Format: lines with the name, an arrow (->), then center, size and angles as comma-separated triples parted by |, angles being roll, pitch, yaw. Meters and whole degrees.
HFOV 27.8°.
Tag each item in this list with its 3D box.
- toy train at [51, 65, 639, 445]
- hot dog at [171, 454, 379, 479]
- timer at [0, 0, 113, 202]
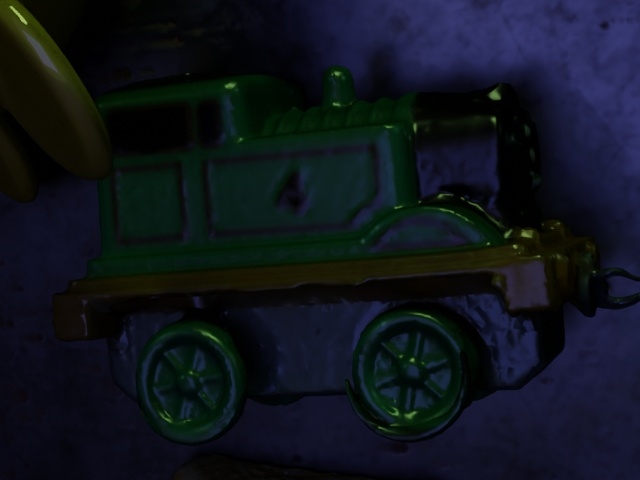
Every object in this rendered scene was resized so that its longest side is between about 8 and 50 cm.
toy train -> 0.000, 0.000, 0.886 | 0.429, 0.178, 0.249 | -5, 92, 21
hot dog -> -0.013, 0.226, 0.999 | 0.242, 0.073, 0.084 | 5, 111, 19
timer -> -0.282, -0.189, 0.852 | 0.376, 0.376, 0.387 | -33, 103, 24
